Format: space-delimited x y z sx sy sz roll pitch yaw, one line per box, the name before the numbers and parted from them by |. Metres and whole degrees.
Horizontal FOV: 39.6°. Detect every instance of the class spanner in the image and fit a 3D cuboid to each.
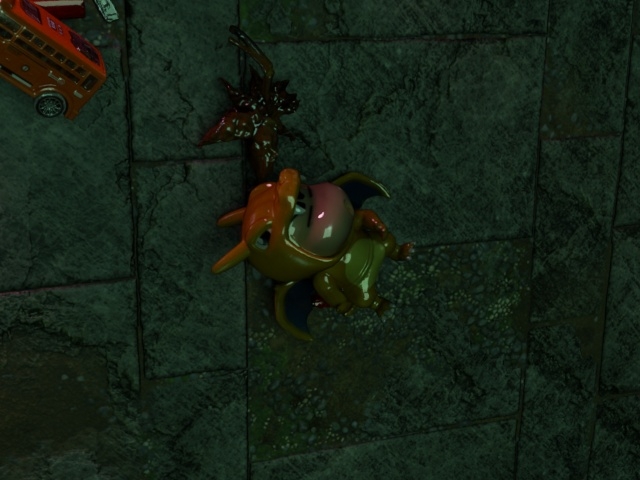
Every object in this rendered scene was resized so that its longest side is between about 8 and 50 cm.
spanner | -0.477 -0.566 1.699 0.093 0.026 0.325 -33 116 -10

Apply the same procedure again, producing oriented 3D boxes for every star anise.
star anise | -0.146 -0.281 1.835 0.237 0.148 0.346 -15 128 -14

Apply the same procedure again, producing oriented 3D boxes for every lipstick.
lipstick | -0.587 -0.441 1.667 0.279 0.073 0.073 -9 108 -17

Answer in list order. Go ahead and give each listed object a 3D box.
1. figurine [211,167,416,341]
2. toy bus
figurine | -0.013 0.034 1.922 0.387 0.268 0.401 25 100 -28
toy bus | -0.554 -0.363 1.606 0.153 0.143 0.329 -40 135 17
